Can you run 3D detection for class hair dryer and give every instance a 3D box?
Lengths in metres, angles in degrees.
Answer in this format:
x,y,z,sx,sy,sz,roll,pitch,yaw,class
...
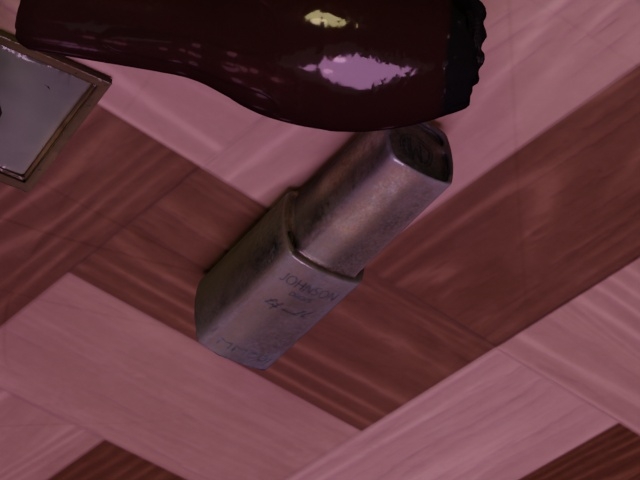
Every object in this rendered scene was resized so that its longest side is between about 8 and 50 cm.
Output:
x,y,z,sx,sy,sz,roll,pitch,yaw,class
-0.033,-0.230,1.122,0.313,0.123,0.340,10,127,3,hair dryer

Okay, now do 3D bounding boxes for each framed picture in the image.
x,y,z,sx,sy,sz,roll,pitch,yaw,class
-0.272,-0.113,1.291,0.201,0.010,0.136,22,132,-25,framed picture

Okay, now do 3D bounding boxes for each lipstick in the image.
x,y,z,sx,sy,sz,roll,pitch,yaw,class
0.000,0.000,1.372,0.079,0.077,0.253,24,133,-26,lipstick

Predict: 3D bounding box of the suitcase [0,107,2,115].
x,y,z,sx,sy,sz,roll,pitch,yaw,class
-0.409,-0.017,1.203,0.283,0.194,0.434,-5,144,-39,suitcase
